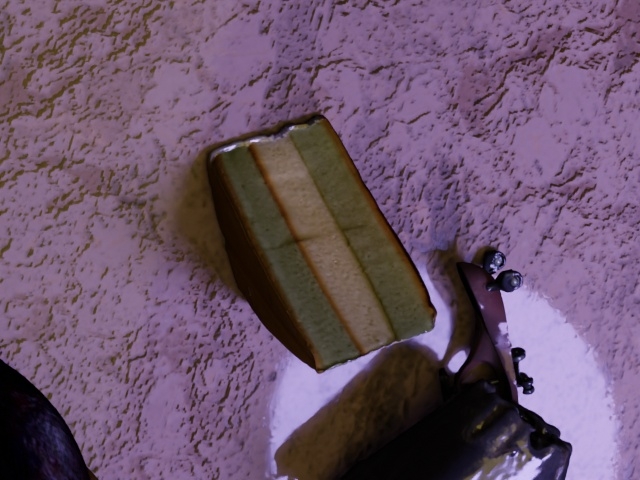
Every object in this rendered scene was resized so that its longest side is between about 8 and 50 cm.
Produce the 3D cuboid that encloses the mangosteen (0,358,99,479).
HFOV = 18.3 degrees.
[{"bbox_3d":[-0.313,0.252,1.433,0.382,0.382,0.435,-61,150,0],"label":"mangosteen"}]

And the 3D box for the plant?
[{"bbox_3d":[0.098,0.242,1.642,0.164,0.142,0.256,30,103,-26],"label":"plant"}]

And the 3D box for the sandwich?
[{"bbox_3d":[0.000,0.000,1.560,0.117,0.187,0.144,-20,111,-14],"label":"sandwich"}]

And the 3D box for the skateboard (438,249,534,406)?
[{"bbox_3d":[0.137,0.089,1.685,0.080,0.067,0.151,-13,107,-6],"label":"skateboard"}]
